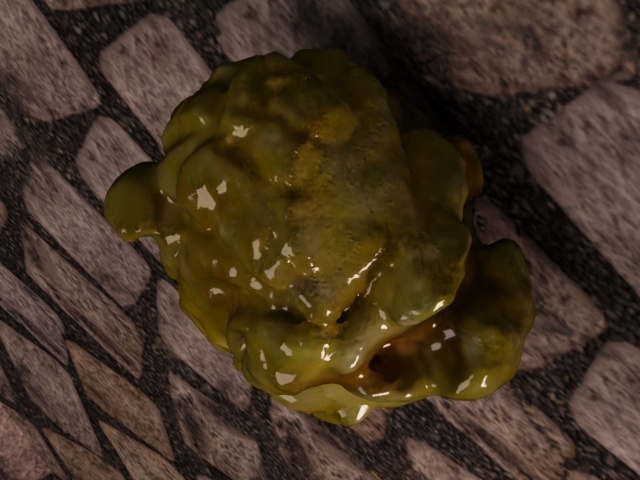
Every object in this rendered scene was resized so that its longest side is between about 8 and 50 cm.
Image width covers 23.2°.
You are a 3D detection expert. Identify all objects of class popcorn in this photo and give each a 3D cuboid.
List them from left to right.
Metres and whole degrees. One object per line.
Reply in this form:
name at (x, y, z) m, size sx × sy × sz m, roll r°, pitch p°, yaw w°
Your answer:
popcorn at (0.000, 0.000, 1.036) m, size 0.242 × 0.235 × 0.250 m, roll -23°, pitch 130°, yaw 39°
